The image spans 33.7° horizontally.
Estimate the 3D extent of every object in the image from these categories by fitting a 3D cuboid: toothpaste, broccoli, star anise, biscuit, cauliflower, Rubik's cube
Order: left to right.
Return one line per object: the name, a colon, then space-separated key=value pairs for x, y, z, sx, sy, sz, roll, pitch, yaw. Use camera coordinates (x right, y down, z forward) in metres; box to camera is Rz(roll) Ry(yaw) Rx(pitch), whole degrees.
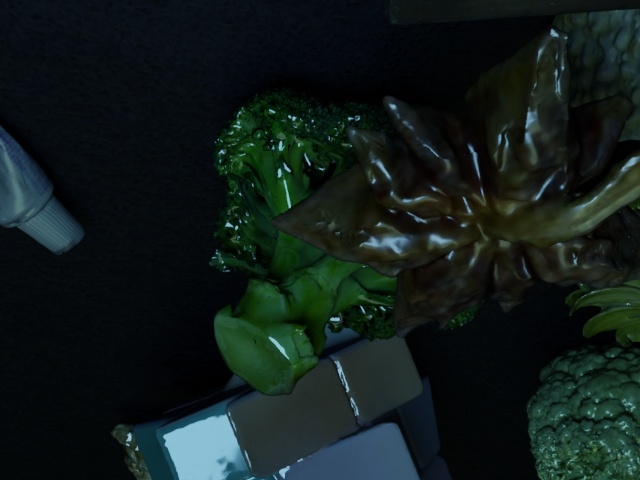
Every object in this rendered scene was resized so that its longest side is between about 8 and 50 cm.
toothpaste: x=-0.343 y=-0.084 z=1.041 sx=0.099 sy=0.068 sz=0.282 roll=-41 pitch=124 yaw=4
Rubik's cube: x=-0.031 y=0.292 z=1.298 sx=0.387 sy=0.358 sz=0.368 roll=-24 pitch=178 yaw=25
broccoli: x=0.000 y=0.000 z=0.981 sx=0.297 sy=0.297 sz=0.297 roll=23 pitch=135 yaw=24
star anise: x=0.135 y=-0.026 z=0.754 sx=0.349 sy=0.109 sz=0.292 roll=-12 pitch=149 yaw=14
cauliflower: x=0.376 y=0.259 z=1.288 sx=0.275 sy=0.272 sz=0.250 roll=15 pitch=108 yaw=4
biscuit: x=0.255 y=-0.149 z=0.871 sx=0.040 sy=0.188 sz=0.265 roll=-8 pitch=140 yaw=-26

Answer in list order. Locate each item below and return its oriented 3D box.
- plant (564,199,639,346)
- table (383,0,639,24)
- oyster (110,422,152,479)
plant: x=0.400 y=0.059 z=1.121 sx=0.261 sy=0.297 sz=0.306 roll=41 pitch=143 yaw=-4
table: x=0.172 y=-0.283 z=0.651 sx=0.282 sy=0.251 sz=0.196 roll=-3 pitch=141 yaw=1
oyster: x=-0.138 y=0.339 z=1.508 sx=0.110 sy=0.166 sz=0.341 roll=-26 pitch=119 yaw=40
